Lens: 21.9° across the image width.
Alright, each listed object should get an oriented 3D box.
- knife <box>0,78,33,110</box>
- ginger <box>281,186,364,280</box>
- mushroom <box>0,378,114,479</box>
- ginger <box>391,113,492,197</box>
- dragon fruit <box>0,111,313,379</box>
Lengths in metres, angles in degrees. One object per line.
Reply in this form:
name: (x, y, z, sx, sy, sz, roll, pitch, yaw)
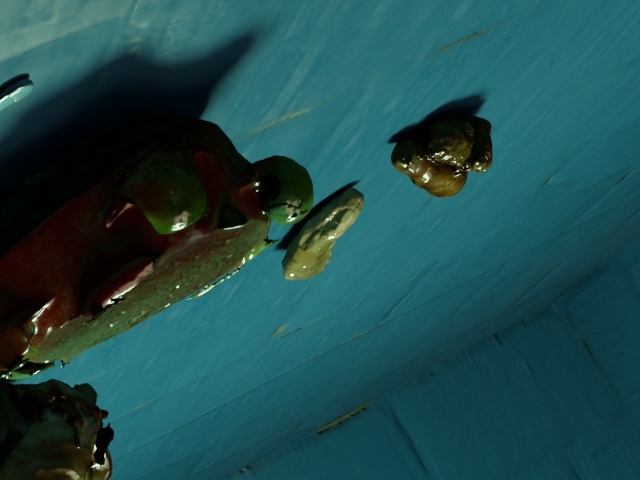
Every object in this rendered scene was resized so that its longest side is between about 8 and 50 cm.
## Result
knife: (-0.226, -0.077, 1.066, 0.096, 0.010, 0.027, -33, 168, -1)
ginger: (-0.002, 0.001, 1.877, 0.069, 0.051, 0.173, -28, 171, -31)
mushroom: (-0.336, 0.247, 1.702, 0.283, 0.195, 0.263, -36, 132, 10)
ginger: (0.142, -0.091, 1.788, 0.103, 0.073, 0.162, -35, 167, 15)
dragon fruit: (-0.151, -0.001, 1.275, 0.295, 0.130, 0.268, -30, 169, -3)
